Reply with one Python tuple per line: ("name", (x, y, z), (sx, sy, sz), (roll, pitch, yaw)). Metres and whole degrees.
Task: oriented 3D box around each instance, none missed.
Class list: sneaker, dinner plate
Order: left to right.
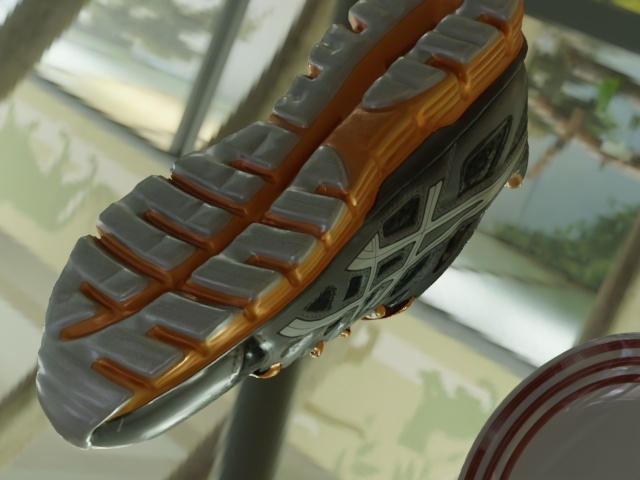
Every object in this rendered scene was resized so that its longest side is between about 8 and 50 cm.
("sneaker", (0.000, 0.000, 0.529), (0.084, 0.215, 0.083), (30, 153, 43))
("dinner plate", (0.111, 0.101, 0.627), (0.017, 0.141, 0.141), (36, 179, -36))
